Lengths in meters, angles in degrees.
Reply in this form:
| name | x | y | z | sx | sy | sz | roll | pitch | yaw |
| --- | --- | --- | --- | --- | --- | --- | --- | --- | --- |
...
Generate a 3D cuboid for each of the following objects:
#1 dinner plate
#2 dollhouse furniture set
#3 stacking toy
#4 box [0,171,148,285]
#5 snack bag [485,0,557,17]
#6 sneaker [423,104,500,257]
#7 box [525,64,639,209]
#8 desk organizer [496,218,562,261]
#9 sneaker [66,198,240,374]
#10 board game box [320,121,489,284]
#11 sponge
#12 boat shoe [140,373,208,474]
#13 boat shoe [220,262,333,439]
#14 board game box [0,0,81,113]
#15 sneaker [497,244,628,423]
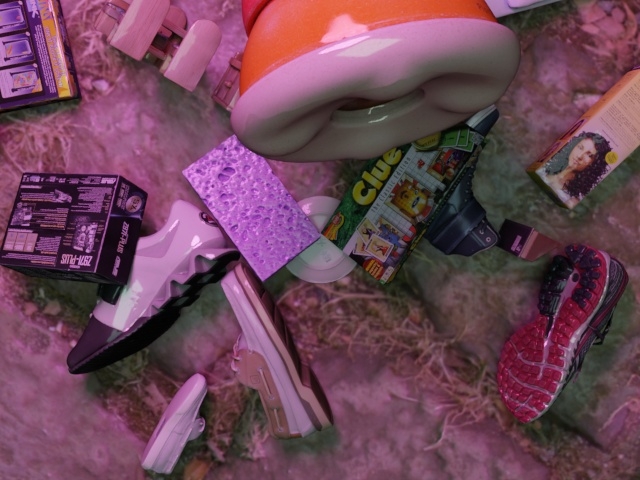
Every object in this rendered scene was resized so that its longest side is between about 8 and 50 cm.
| name | x | y | z | sx | sy | sz | roll | pitch | yaw |
| --- | --- | --- | --- | --- | --- | --- | --- | --- | --- |
| dinner plate | 0.000 | 0.000 | 1.104 | 0.141 | 0.017 | 0.141 | 0 | 99 | 0 |
| dollhouse furniture set | -0.170 | -0.301 | 0.973 | 0.242 | 0.212 | 0.161 | 27 | 99 | -30 |
| stacking toy | 0.021 | -0.360 | 0.859 | 0.350 | 0.350 | 0.480 | -13 | 82 | 2 |
| box | -0.362 | -0.018 | 1.017 | 0.180 | 0.077 | 0.148 | 3 | 73 | 21 |
| snack bag | 0.246 | -0.469 | 0.942 | 0.342 | 0.037 | 0.323 | -18 | 115 | -11 |
| sneaker | 0.233 | -0.080 | 1.050 | 0.163 | 0.086 | 0.226 | 40 | 105 | 6 |
| box | 0.433 | -0.158 | 1.063 | 0.087 | 0.058 | 0.232 | 44 | 95 | -5 |
| desk organizer | 0.310 | 0.004 | 1.047 | 0.050 | 0.130 | 0.047 | 25 | 96 | -5 |
| sneaker | -0.284 | 0.071 | 1.074 | 0.330 | 0.122 | 0.146 | -41 | 76 | 9 |
| board game box | 0.119 | -0.077 | 1.026 | 0.136 | 0.030 | 0.260 | 39 | 105 | 26 |
| sponge | -0.105 | -0.053 | 1.067 | 0.117 | 0.031 | 0.210 | -36 | 89 | -9 |
| boat shoe | -0.223 | 0.301 | 1.121 | 0.063 | 0.066 | 0.184 | 29 | 94 | -18 |
| boat shoe | -0.088 | 0.183 | 1.073 | 0.103 | 0.113 | 0.302 | -25 | 102 | 6 |
| board game box | -0.454 | -0.288 | 1.050 | 0.141 | 0.048 | 0.170 | -10 | 97 | -1 |
| sneaker | 0.383 | 0.157 | 1.080 | 0.112 | 0.121 | 0.299 | 16 | 107 | -33 |
